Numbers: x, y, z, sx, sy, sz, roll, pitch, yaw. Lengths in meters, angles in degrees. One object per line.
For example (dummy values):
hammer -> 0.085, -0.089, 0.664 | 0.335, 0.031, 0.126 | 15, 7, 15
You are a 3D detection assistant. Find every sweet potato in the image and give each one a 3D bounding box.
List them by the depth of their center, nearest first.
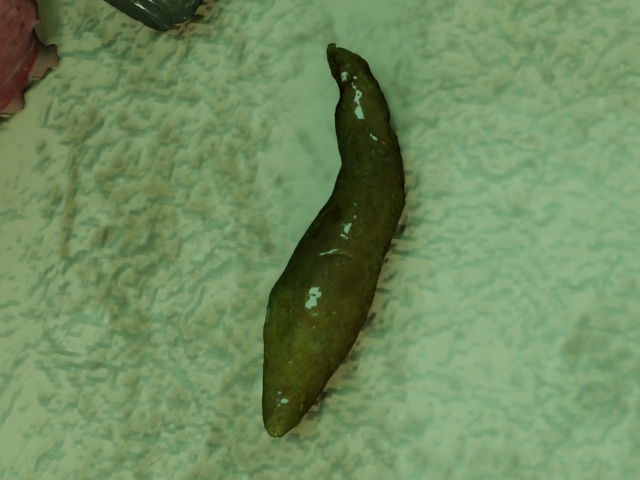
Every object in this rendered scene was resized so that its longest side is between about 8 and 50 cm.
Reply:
sweet potato -> 0.007, 0.001, 0.724 | 0.041, 0.038, 0.153 | 14, 78, -3

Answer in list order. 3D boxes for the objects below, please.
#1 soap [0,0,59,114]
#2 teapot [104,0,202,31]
soap -> -0.215, -0.103, 0.668 | 0.127, 0.325, 0.220 | 30, 89, 18
teapot -> -0.058, -0.127, 0.777 | 0.049, 0.063, 0.083 | 31, 84, -9
